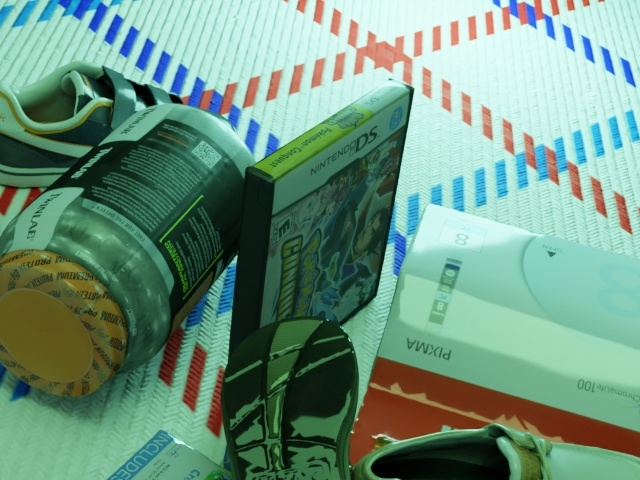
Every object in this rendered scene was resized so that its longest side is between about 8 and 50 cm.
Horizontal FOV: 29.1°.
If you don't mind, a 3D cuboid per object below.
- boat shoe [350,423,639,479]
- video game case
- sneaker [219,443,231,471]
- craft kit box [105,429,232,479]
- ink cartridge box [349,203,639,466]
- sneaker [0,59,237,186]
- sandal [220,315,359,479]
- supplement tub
[{"bbox_3d":[0.171,0.228,1.109,0.302,0.103,0.113,-4,50,-11],"label":"boat shoe"},{"bbox_3d":[0.000,0.000,1.248,0.035,0.274,0.248,26,39,24],"label":"video game case"},{"bbox_3d":[-0.023,0.163,1.187,0.080,0.081,0.211,22,38,16],"label":"sneaker"},{"bbox_3d":[-0.109,0.295,1.013,0.247,0.061,0.250,24,39,22],"label":"craft kit box"},{"bbox_3d":[0.213,0.127,1.290,0.308,0.091,0.385,16,35,8],"label":"ink cartridge box"},{"bbox_3d":[-0.247,-0.144,1.512,0.321,0.127,0.126,-7,38,-25],"label":"sneaker"},{"bbox_3d":[-0.022,0.198,1.053,0.120,0.086,0.302,-3,56,0],"label":"sandal"},{"bbox_3d":[-0.201,0.006,1.261,0.194,0.193,0.316,20,36,12],"label":"supplement tub"}]
